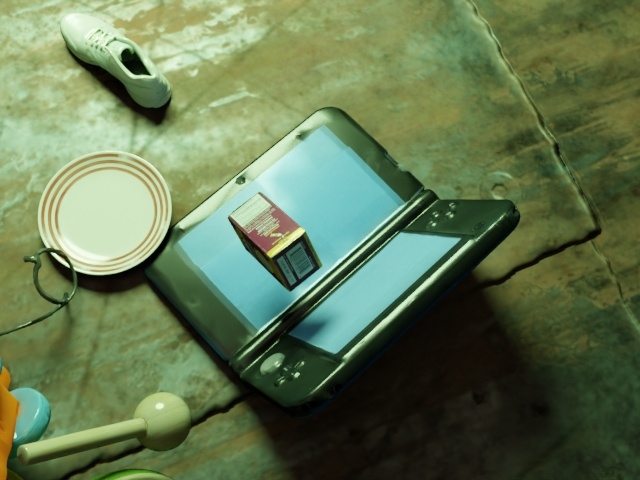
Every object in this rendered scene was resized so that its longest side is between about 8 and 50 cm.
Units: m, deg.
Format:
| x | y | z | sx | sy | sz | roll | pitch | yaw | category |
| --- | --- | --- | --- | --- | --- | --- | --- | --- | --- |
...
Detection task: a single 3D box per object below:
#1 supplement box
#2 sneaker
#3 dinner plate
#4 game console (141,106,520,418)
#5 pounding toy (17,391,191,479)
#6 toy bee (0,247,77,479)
| x | y | z | sx | sy | sz | roll | pitch | yaw | category |
| --- | --- | --- | --- | --- | --- | --- | --- | --- | --- |
| -0.044 | 0.000 | 0.842 | 0.043 | 0.055 | 0.083 | -38 | 45 | -11 | supplement box |
| -0.228 | -0.212 | 0.984 | 0.152 | 0.061 | 0.053 | 37 | 75 | 9 | sneaker |
| -0.228 | -0.029 | 0.943 | 0.141 | 0.017 | 0.141 | 0 | 70 | -1 | dinner plate |
| 0.000 | 0.000 | 0.882 | 0.293 | 0.250 | 0.173 | -41 | 106 | -15 | game console |
| -0.209 | 0.252 | 0.799 | 0.183 | 0.110 | 0.236 | -9 | 108 | -42 | pounding toy |
| -0.332 | 0.158 | 0.821 | 0.162 | 0.298 | 0.195 | -17 | 110 | 18 | toy bee |
